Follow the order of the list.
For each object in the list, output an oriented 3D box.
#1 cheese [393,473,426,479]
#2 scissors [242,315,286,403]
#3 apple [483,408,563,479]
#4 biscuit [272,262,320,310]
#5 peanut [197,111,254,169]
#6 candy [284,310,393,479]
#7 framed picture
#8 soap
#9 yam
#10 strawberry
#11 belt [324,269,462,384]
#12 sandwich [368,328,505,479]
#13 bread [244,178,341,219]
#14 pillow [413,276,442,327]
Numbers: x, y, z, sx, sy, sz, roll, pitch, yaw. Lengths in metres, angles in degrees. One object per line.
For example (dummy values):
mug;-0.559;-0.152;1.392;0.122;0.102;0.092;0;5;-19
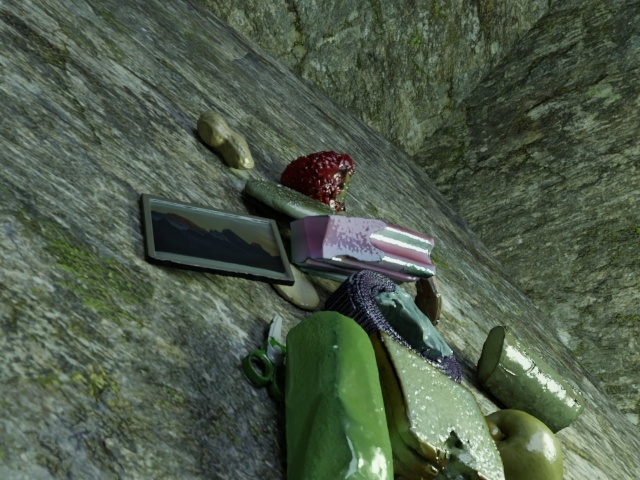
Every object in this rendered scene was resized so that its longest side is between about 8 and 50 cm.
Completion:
cheese;0.155;0.365;1.171;0.097;0.037;0.192;39;19;-14
scissors;-0.077;0.184;1.111;0.101;0.027;0.204;43;18;-16
apple;0.365;0.417;1.273;0.200;0.200;0.200;38;18;-15
biscuit;-0.058;0.086;1.387;0.152;0.020;0.152;37;19;-15
peanut;-0.237;-0.246;1.680;0.187;0.082;0.082;44;18;0
candy;0.022;0.251;0.972;0.142;0.131;0.344;52;18;-30
framed picture;-0.183;-0.001;1.196;0.265;0.018;0.192;11;33;-27
soap;0.088;0.026;1.526;0.323;0.192;0.109;14;66;-41
yam;0.533;0.371;1.760;0.304;0.168;0.168;39;18;-10
strawberry;-0.010;-0.159;1.829;0.201;0.187;0.184;16;42;5
belt;0.160;0.205;1.421;0.325;0.122;0.260;45;22;3
sandwich;0.185;0.311;1.140;0.273;0.095;0.249;36;21;-28
bread;-0.058;-0.090;1.625;0.266;0.041;0.267;23;9;-4
pillow;0.264;0.152;1.667;0.233;0.043;0.126;86;-10;-51
